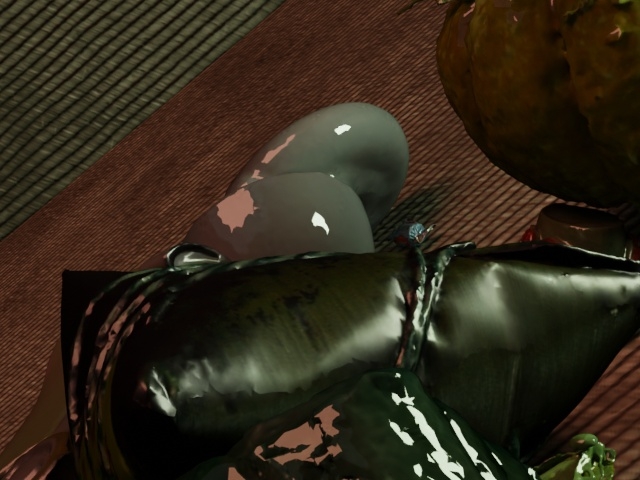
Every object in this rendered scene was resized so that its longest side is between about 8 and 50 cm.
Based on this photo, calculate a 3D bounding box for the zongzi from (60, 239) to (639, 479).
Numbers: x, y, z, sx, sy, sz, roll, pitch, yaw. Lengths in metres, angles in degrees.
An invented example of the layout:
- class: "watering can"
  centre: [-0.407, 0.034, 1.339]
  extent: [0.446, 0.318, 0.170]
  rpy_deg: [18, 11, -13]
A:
- class: "zongzi"
  centre: [-0.057, 0.085, 1.076]
  extent: [0.319, 0.362, 0.383]
  rpy_deg: [-5, -38, -34]

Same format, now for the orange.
- class: "orange"
  centre: [0.239, -0.143, 1.373]
  extent: [0.300, 0.223, 0.301]
  rpy_deg: [-7, 15, 37]

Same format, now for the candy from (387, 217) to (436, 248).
- class: "candy"
  centre: [0.086, -0.008, 1.734]
  extent: [0.030, 0.020, 0.083]
  rpy_deg: [-44, 15, -11]

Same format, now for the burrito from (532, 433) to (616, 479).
- class: "burrito"
  centre: [0.070, 0.224, 1.113]
  extent: [0.288, 0.054, 0.104]
  rpy_deg: [-39, 17, 8]

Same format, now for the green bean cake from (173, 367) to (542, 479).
- class: "green bean cake"
  centre: [0.001, 0.230, 0.835]
  extent: [0.300, 0.308, 0.169]
  rpy_deg: [-38, 57, 9]

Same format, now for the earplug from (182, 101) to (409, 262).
- class: "earplug"
  centre: [-0.011, -0.007, 1.720]
  extent: [0.214, 0.175, 0.325]
  rpy_deg: [-59, -3, 32]

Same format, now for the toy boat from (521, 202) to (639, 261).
- class: "toy boat"
  centre: [0.191, 0.015, 1.354]
  extent: [0.089, 0.071, 0.185]
  rpy_deg: [0, 12, -11]

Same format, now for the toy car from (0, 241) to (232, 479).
- class: "toy car"
  centre: [-0.136, 0.200, 1.331]
  extent: [0.226, 0.242, 0.336]
  rpy_deg: [-30, 21, 43]
